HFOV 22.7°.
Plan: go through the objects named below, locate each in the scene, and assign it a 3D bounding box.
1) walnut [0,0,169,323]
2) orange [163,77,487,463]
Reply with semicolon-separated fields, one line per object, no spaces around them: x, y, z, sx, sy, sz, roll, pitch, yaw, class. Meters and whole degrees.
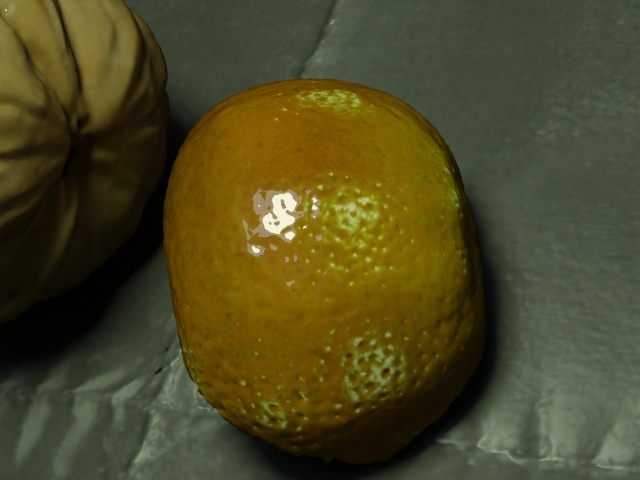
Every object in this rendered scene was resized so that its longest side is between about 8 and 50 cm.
-0.244;-0.079;1.028;0.285;0.285;0.296;13;19;35;walnut
0.000;-0.002;0.917;0.179;0.158;0.237;-7;47;1;orange
